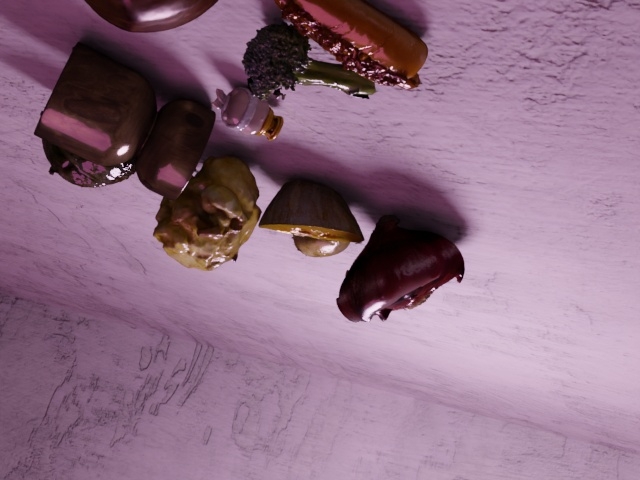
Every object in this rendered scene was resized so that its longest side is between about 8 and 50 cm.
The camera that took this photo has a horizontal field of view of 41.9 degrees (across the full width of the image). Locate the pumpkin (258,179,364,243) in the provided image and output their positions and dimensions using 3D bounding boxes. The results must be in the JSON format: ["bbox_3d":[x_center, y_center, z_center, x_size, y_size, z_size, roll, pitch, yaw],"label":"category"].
[{"bbox_3d":[-0.015,-0.057,1.671,0.217,0.110,0.217,4,169,1],"label":"pumpkin"}]

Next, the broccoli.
[{"bbox_3d":[-0.010,-0.244,1.188,0.204,0.118,0.122,7,177,-31],"label":"broccoli"}]

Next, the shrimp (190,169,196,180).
[{"bbox_3d":[-0.320,-0.151,1.758,0.187,0.052,0.132,25,159,-8],"label":"shrimp"}]

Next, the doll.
[{"bbox_3d":[-0.128,-0.218,1.402,0.127,0.073,0.084,27,-170,-27],"label":"doll"}]

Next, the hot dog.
[{"bbox_3d":[0.043,-0.269,1.100,0.249,0.076,0.102,29,154,-24],"label":"hot dog"}]

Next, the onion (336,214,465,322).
[{"bbox_3d":[0.144,0.049,1.674,0.271,0.195,0.272,-23,173,-3],"label":"onion"}]

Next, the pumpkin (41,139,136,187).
[{"bbox_3d":[-0.402,-0.176,1.607,0.278,0.163,0.111,21,161,-10],"label":"pumpkin"}]

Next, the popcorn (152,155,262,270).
[{"bbox_3d":[-0.209,-0.047,1.643,0.192,0.233,0.266,49,174,-11],"label":"popcorn"}]

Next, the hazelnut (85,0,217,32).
[{"bbox_3d":[-0.187,-0.339,0.939,0.217,0.218,0.234,17,160,4],"label":"hazelnut"}]

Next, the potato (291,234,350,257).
[{"bbox_3d":[0.000,0.000,1.841,0.137,0.070,0.091,1,155,39],"label":"potato"}]

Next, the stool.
[{"bbox_3d":[-0.338,-0.205,1.453,0.264,0.179,0.179,26,159,-19],"label":"stool"}]
